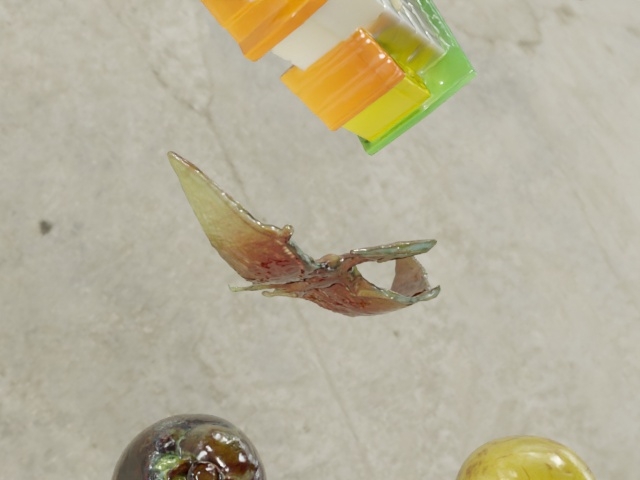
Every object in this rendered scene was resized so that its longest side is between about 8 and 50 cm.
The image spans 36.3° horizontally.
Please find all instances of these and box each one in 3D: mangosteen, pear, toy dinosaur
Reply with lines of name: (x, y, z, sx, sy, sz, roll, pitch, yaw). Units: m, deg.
mangosteen: (-0.189, 0.355, 1.393, 0.231, 0.289, 0.232, 1, 72, -2)
pear: (0.353, 0.465, 1.656, 0.280, 0.280, 0.281, 23, 47, -28)
toy dinosaur: (-0.010, 0.001, 0.972, 0.327, 0.206, 0.113, 7, 65, -23)

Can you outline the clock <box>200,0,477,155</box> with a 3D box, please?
clock: (-0.030, -0.206, 0.704, 0.255, 0.106, 0.220, 18, 41, -54)
